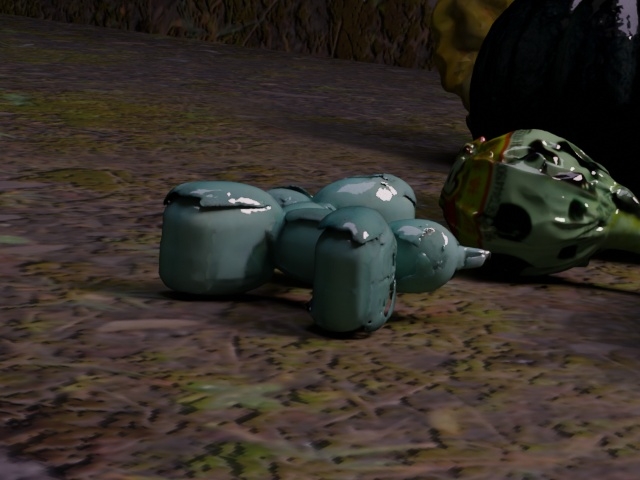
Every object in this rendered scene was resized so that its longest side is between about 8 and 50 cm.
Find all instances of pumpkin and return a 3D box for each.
[{"bbox_3d":[0.226,-0.116,1.252,0.248,0.248,0.248,6,8,-1],"label":"pumpkin"}]

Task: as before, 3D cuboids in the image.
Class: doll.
[{"bbox_3d":[0.000,0.000,0.921,0.159,0.059,0.158,12,12,40],"label":"doll"}]

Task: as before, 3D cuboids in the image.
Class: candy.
[{"bbox_3d":[0.214,0.008,1.040,0.305,0.083,0.091,17,9,16],"label":"candy"}]

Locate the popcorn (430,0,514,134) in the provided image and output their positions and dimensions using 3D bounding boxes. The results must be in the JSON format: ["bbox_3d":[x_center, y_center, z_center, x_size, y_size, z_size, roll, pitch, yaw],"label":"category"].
[{"bbox_3d":[0.242,-0.182,1.697,0.293,0.293,0.237,12,-20,33],"label":"popcorn"}]
